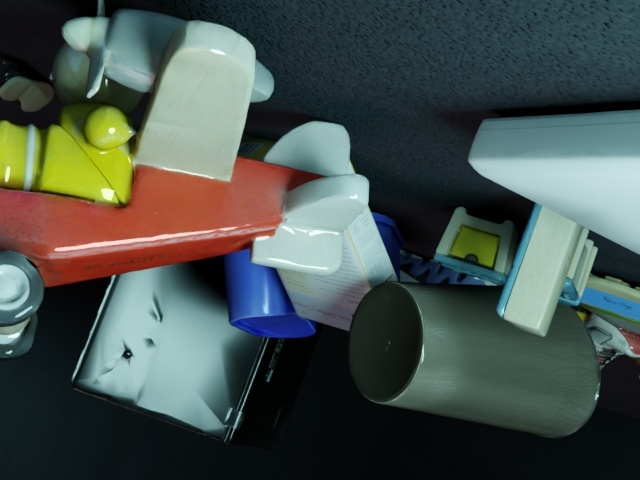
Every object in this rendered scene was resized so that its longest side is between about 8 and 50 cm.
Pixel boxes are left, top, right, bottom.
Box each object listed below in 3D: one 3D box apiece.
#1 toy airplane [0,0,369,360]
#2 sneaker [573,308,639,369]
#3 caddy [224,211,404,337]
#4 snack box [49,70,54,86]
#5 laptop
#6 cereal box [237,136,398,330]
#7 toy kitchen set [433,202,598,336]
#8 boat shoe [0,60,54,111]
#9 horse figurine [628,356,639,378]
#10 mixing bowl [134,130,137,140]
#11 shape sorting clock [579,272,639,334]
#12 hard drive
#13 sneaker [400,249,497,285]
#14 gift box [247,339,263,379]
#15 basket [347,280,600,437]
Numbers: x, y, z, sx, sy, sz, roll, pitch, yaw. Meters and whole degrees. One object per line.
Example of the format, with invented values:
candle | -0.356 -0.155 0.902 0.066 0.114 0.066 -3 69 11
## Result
toy airplane | -0.150 -0.070 0.999 0.386 0.272 0.384 -24 164 24
sneaker | 0.408 0.156 1.624 0.088 0.093 0.225 22 173 -11
caddy | -0.007 0.031 1.550 0.241 0.179 0.341 -5 169 9
snack box | -0.285 -0.174 1.359 0.064 0.022 0.178 20 173 -3
laptop | -0.168 0.130 1.907 0.236 0.382 0.408 19 173 19
cereal box | 0.000 0.000 1.269 0.173 0.047 0.240 14 136 46
toy kitchen set | 0.177 0.025 1.134 0.166 0.122 0.207 18 173 22
boat shoe | -0.374 -0.194 1.398 0.042 0.049 0.133 48 -175 10
horse figurine | 0.590 0.219 1.706 0.263 0.066 0.174 18 179 5
mixing bowl | -0.279 -0.104 1.576 0.181 0.098 0.181 21 174 2
shape sorting clock | 0.390 0.087 1.340 0.206 0.040 0.206 23 176 2
hard drive | 0.291 -0.024 0.730 0.233 0.047 0.353 23 172 -27
sneaker | 0.104 0.105 1.749 0.315 0.182 0.127 17 171 27
gift box | -0.174 0.071 2.077 0.258 0.276 0.255 19 161 47
basket | 0.155 0.119 1.210 0.226 0.154 0.204 11 -155 -34
